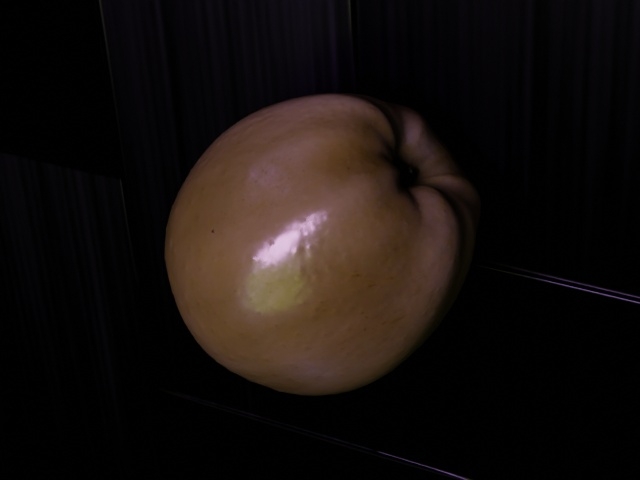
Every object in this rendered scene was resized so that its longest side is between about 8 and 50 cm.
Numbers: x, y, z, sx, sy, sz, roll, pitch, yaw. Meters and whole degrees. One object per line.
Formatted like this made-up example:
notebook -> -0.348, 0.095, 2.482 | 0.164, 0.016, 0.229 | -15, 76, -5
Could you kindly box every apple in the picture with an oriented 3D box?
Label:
apple -> 0.000, 0.000, 1.002 | 0.200, 0.200, 0.200 | 17, 129, 22
